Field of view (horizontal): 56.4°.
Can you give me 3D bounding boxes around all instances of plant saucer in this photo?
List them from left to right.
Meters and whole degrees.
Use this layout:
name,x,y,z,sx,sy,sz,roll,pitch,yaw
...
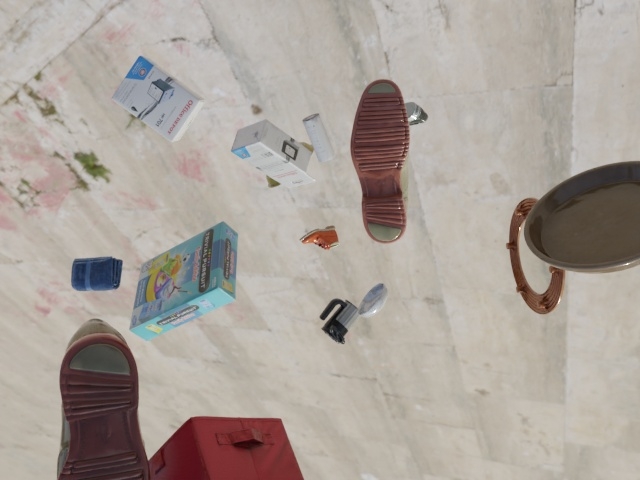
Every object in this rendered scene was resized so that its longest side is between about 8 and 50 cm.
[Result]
name,x,y,z,sx,sy,sz,roll,pitch,yaw
plant saucer,0.492,-0.038,1.023,0.277,0.278,0.041,-12,126,35

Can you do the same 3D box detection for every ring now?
name,x,y,z,sx,sy,sz,roll,pitch,yaw
ring,0.602,0.045,1.703,0.032,0.337,0.337,-6,142,-6

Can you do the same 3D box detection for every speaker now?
name,x,y,z,sx,sy,sz,roll,pitch,yaw
speaker,-0.004,-0.299,1.746,0.055,0.055,0.136,-9,116,33

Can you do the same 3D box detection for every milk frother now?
name,x,y,z,sx,sy,sz,roll,pitch,yaw
milk frother,0.082,0.279,2.025,0.143,0.135,0.129,31,167,46

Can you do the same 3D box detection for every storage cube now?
name,x,y,z,sx,sy,sz,roll,pitch,yaw
storage cube,-0.143,0.395,0.881,0.183,0.193,0.215,18,124,-44

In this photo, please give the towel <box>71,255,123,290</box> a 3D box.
name,x,y,z,sx,sy,sz,roll,pitch,yaw
towel,-0.444,0.066,1.173,0.119,0.067,0.029,-3,170,27

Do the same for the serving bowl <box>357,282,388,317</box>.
name,x,y,z,sx,sy,sz,roll,pitch,yaw
serving bowl,0.114,0.129,1.245,0.027,0.083,0.083,38,140,-10

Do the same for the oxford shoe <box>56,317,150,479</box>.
name,x,y,z,sx,sy,sz,roll,pitch,yaw
oxford shoe,-0.304,0.278,0.835,0.123,0.348,0.130,4,-168,-22

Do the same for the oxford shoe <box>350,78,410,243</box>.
name,x,y,z,sx,sy,sz,roll,pitch,yaw
oxford shoe,0.154,-0.199,1.478,0.140,0.146,0.397,4,112,12

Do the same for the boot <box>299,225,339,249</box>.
name,x,y,z,sx,sy,sz,roll,pitch,yaw
boot,0.000,0.000,2.202,0.158,0.085,0.059,-13,166,-29

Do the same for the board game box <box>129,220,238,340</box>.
name,x,y,z,sx,sy,sz,roll,pitch,yaw
board game box,-0.402,0.119,1.767,0.336,0.254,0.079,-26,134,21

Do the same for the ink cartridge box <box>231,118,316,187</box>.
name,x,y,z,sx,sy,sz,roll,pitch,yaw
ink cartridge box,-0.097,-0.191,1.342,0.104,0.060,0.180,-8,150,45

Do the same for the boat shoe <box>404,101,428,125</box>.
name,x,y,z,sx,sy,sz,roll,pitch,yaw
boat shoe,0.242,-0.384,1.861,0.070,0.078,0.219,23,176,-35

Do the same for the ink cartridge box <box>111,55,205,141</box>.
name,x,y,z,sx,sy,sz,roll,pitch,yaw
ink cartridge box,-0.424,-0.371,1.572,0.190,0.082,0.140,36,99,-7

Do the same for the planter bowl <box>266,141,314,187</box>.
name,x,y,z,sx,sy,sz,roll,pitch,yaw
planter bowl,-0.132,-0.292,2.095,0.217,0.217,0.090,-22,120,42
